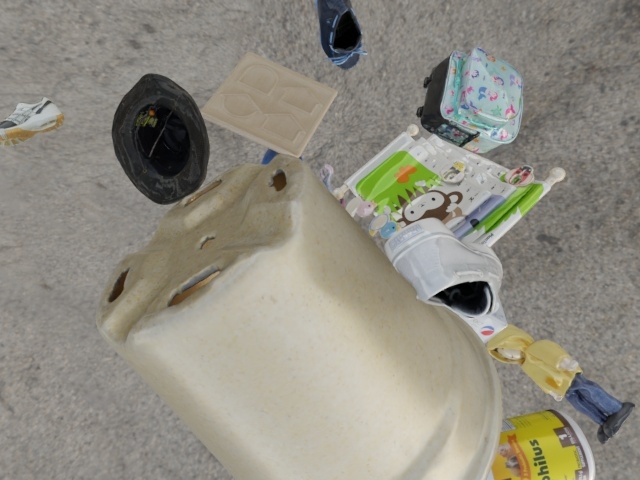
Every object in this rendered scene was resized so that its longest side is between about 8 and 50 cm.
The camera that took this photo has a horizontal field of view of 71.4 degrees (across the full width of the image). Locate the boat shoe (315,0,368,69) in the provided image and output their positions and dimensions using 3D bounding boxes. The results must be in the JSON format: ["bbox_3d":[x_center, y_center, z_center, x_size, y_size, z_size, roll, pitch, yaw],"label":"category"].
[{"bbox_3d":[0.045,-0.455,1.009,0.108,0.258,0.089,-33,74,11],"label":"boat shoe"}]

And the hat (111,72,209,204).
[{"bbox_3d":[-0.380,-0.253,1.156,0.330,0.134,0.332,4,98,26],"label":"hat"}]

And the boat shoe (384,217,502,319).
[{"bbox_3d":[0.118,0.035,0.369,0.066,0.184,0.063,-32,60,18],"label":"boat shoe"}]

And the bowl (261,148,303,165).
[{"bbox_3d":[-0.119,-0.117,1.480,0.077,0.391,0.392,5,104,11],"label":"bowl"}]

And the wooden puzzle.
[{"bbox_3d":[-0.153,-0.411,1.374,0.321,0.348,0.081,25,148,3],"label":"wooden puzzle"}]

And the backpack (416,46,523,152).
[{"bbox_3d":[0.413,-0.358,1.167,0.253,0.191,0.226,21,74,-23],"label":"backpack"}]

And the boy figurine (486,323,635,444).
[{"bbox_3d":[0.479,0.273,0.918,0.092,0.177,0.285,-42,58,-17],"label":"boy figurine"}]

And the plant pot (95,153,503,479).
[{"bbox_3d":[-0.029,0.097,0.454,0.333,0.334,0.306,-30,121,9],"label":"plant pot"}]

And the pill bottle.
[{"bbox_3d":[0.293,0.342,0.693,0.214,0.117,0.118,-11,103,-3],"label":"pill bottle"}]

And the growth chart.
[{"bbox_3d":[0.132,-0.060,0.536,0.172,0.237,0.021,-46,136,-8],"label":"growth chart"}]

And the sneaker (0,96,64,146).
[{"bbox_3d":[-0.343,-0.137,0.510,0.083,0.032,0.037,-33,89,-30],"label":"sneaker"}]

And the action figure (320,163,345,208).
[{"bbox_3d":[0.000,0.000,1.090,0.276,0.370,0.248,47,125,8],"label":"action figure"}]

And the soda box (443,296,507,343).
[{"bbox_3d":[0.234,0.071,0.733,0.069,0.216,0.074,30,122,-11],"label":"soda box"}]
